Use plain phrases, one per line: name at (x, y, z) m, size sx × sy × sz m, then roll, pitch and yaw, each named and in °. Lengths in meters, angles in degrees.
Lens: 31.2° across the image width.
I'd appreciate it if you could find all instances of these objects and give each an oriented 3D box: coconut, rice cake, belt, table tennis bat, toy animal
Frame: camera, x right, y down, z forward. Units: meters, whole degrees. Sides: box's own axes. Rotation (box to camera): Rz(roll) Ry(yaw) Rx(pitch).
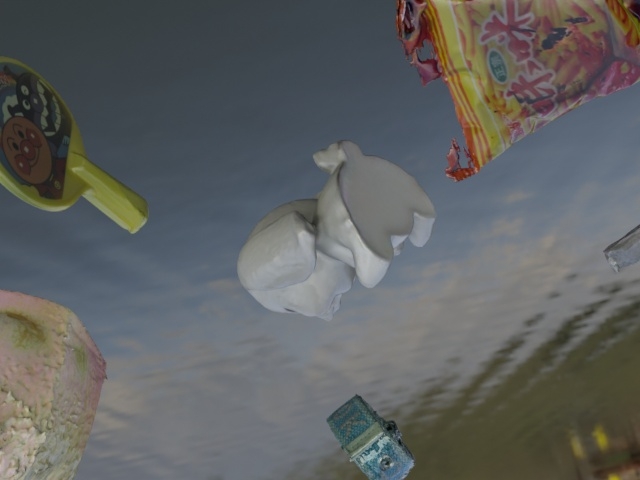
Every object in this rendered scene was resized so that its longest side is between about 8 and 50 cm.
coconut at (-0.330, 0.165, 1.171) m, size 0.233 × 0.245 × 0.233 m, roll 1°, pitch 141°, yaw 1°
rice cake at (0.537, -0.026, 1.787) m, size 0.049 × 0.055 × 0.270 m, roll -44°, pitch 177°, yaw -39°
belt at (0.077, 0.289, 1.658) m, size 0.082 × 0.163 × 0.147 m, roll -41°, pitch 119°, yaw 0°
table tennis bat at (-0.371, -0.117, 1.641) m, size 0.054 × 0.224 × 0.368 m, roll -22°, pitch 139°, yaw 23°
toy animal at (0.000, 0.000, 1.645) m, size 0.265 × 0.206 × 0.271 m, roll -36°, pitch -178°, yaw 37°

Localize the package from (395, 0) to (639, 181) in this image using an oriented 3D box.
package at (0.228, -0.209, 1.179) m, size 0.288 × 0.223 × 0.108 m, roll -21°, pitch -158°, yaw 2°
